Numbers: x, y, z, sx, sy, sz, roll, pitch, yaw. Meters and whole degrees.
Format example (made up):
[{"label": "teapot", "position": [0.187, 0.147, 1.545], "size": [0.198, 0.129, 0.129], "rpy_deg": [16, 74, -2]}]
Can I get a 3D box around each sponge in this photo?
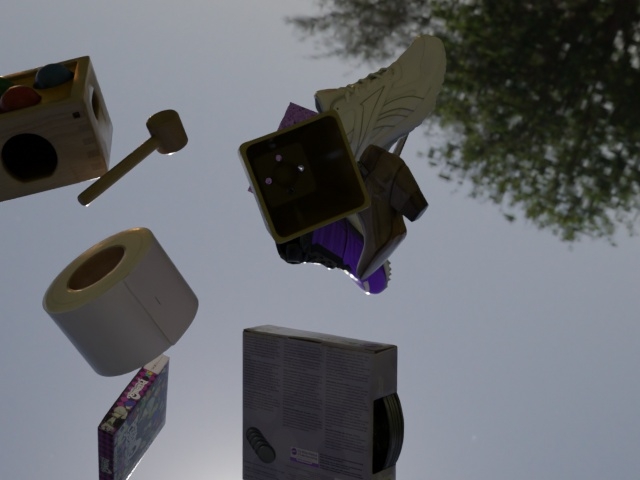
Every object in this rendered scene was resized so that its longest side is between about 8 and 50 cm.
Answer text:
[{"label": "sponge", "position": [-0.056, -0.172, 1.950], "size": [0.117, 0.210, 0.031], "rpy_deg": [27, -177, 27]}]

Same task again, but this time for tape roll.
[{"label": "tape roll", "position": [-0.377, 0.113, 1.792], "size": [0.246, 0.169, 0.246], "rpy_deg": [-25, -154, 13]}]

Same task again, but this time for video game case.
[{"label": "video game case", "position": [-0.371, 0.367, 1.881], "size": [0.041, 0.232, 0.210], "rpy_deg": [22, -136, 11]}]

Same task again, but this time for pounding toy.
[{"label": "pounding toy", "position": [-0.237, -0.111, 0.901], "size": [0.206, 0.094, 0.181], "rpy_deg": [-14, -150, -2]}]

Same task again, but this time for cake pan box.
[{"label": "cake pan box", "position": [-0.003, 0.260, 1.398], "size": [0.266, 0.246, 0.070], "rpy_deg": [3, -172, 38]}]

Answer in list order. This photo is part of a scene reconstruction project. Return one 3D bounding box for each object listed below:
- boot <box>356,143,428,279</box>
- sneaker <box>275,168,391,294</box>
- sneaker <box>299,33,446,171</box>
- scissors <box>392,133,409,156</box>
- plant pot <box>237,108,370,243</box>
[{"label": "boot", "position": [0.049, -0.032, 0.932], "size": [0.087, 0.118, 0.042], "rpy_deg": [45, -160, 16]}, {"label": "sneaker", "position": [-0.001, 0.000, 1.542], "size": [0.146, 0.293, 0.102], "rpy_deg": [-44, -149, -19]}, {"label": "sneaker", "position": [0.054, -0.157, 1.111], "size": [0.115, 0.232, 0.090], "rpy_deg": [35, -178, -19]}, {"label": "scissors", "position": [0.128, -0.137, 1.866], "size": [0.021, 0.297, 0.109], "rpy_deg": [14, -177, -26]}, {"label": "plant pot", "position": [-0.021, -0.051, 0.754], "size": [0.081, 0.081, 0.083], "rpy_deg": [-23, -171, -12]}]
